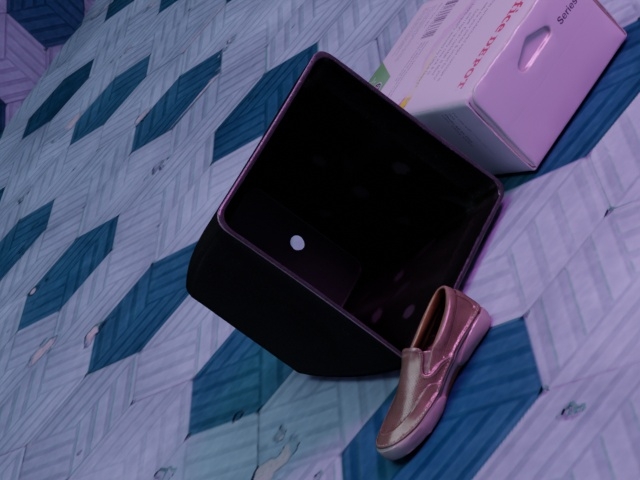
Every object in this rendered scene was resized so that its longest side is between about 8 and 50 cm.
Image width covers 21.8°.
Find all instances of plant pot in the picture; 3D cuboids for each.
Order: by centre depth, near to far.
[{"bbox_3d":[0.000,0.000,1.313,0.167,0.187,0.188,-38,19,56],"label":"plant pot"}]

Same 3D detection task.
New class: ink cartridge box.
[{"bbox_3d":[0.133,-0.135,1.407,0.154,0.093,0.212,-55,20,-19],"label":"ink cartridge box"}]

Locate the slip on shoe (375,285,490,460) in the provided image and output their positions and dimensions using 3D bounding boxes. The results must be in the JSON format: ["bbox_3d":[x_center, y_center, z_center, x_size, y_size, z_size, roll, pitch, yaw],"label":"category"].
[{"bbox_3d":[0.072,0.092,1.175,0.135,0.041,0.051,-55,22,-21],"label":"slip on shoe"}]
